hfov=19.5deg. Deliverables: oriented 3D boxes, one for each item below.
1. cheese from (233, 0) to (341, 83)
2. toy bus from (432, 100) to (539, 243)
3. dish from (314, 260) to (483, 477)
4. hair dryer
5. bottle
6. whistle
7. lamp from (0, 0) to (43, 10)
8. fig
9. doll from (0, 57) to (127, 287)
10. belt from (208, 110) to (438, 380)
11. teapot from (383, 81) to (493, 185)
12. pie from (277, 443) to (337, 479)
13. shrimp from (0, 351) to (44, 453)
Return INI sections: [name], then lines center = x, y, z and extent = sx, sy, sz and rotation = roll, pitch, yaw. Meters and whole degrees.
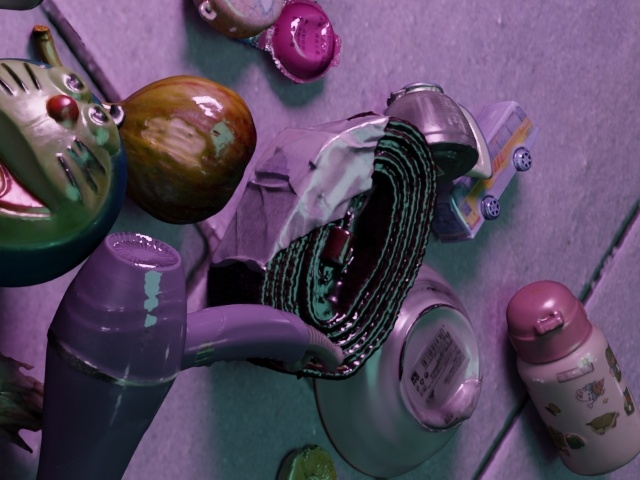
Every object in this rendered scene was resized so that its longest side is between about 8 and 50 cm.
[cheese]
center = -0.035, -0.217, 1.980
extent = 0.145, 0.038, 0.095
rotation = 14, 76, -37
[toy bus]
center = 0.191, -0.083, 2.206
extent = 0.075, 0.064, 0.190
rotation = 54, 53, -25
[dish]
center = 0.110, 0.142, 2.102
extent = 0.260, 0.085, 0.260
rotation = -1, 91, -47
[hair dryer]
center = -0.108, 0.135, 1.720
extent = 0.361, 0.121, 0.301
rotation = -4, 119, -45
[bottle]
center = 0.308, 0.162, 2.291
extent = 0.120, 0.120, 0.253
rotation = -47, 122, -36
[whistle]
center = -0.067, -0.281, 1.935
extent = 0.107, 0.057, 0.220
rotation = 54, 47, -13
[lamp]
center = -0.362, -0.198, 1.574
extent = 0.283, 0.124, 0.203
rotation = -18, 113, -43
[fig]
center = -0.179, -0.118, 1.778
extent = 0.245, 0.149, 0.149
rotation = 30, 67, -19
[doll]
center = -0.300, -0.043, 1.595
extent = 0.322, 0.186, 0.198
rotation = -26, 78, -26
[belt]
center = 0.000, 0.000, 1.932
extent = 0.184, 0.164, 0.289
rotation = 29, 81, -25
[teapot]
center = 0.133, -0.125, 2.103
extent = 0.149, 0.111, 0.108
rotation = -3, 65, -17
[pie]
center = -0.014, 0.262, 2.016
extent = 0.084, 0.020, 0.084
rotation = 1, 88, -45
[shrimp]
center = -0.347, 0.188, 1.623
extent = 0.360, 0.085, 0.247
rotation = 1, 100, -46
